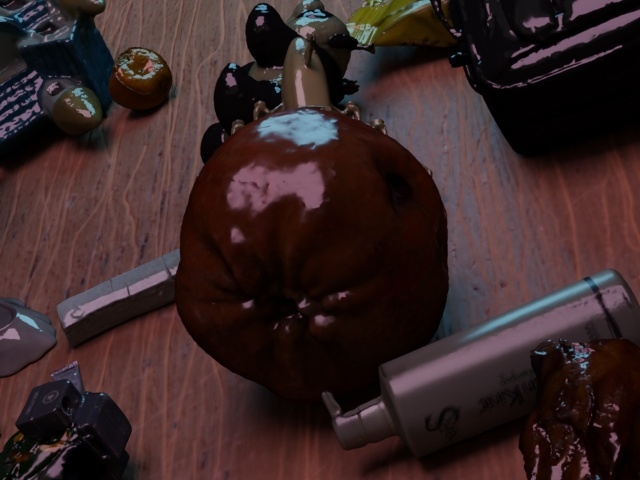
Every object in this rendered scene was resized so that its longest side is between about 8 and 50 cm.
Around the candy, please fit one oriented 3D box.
[{"bbox_3d":[0.173,-0.280,1.814,0.297,0.081,0.187,-3,29,21],"label":"candy"}]

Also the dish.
[{"bbox_3d":[-0.333,0.088,1.627,0.091,0.039,0.137,-29,34,-9],"label":"dish"}]

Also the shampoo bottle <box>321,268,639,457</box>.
[{"bbox_3d":[0.135,0.109,1.260,0.262,0.085,0.085,-23,32,0],"label":"shampoo bottle"}]

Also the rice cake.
[{"bbox_3d":[-0.153,0.038,1.586,0.245,0.042,0.045,-24,43,0],"label":"rice cake"}]

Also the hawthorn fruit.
[{"bbox_3d":[-0.007,0.012,1.359,0.258,0.258,0.262,-24,5,-1],"label":"hawthorn fruit"}]

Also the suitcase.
[{"bbox_3d":[0.279,-0.281,1.590,0.339,0.188,0.345,-19,56,15],"label":"suitcase"}]

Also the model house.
[{"bbox_3d":[-0.374,-0.228,1.991,0.267,0.194,0.325,-35,37,-20],"label":"model house"}]

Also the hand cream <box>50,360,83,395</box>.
[{"bbox_3d":[-0.244,0.147,1.511,0.030,0.019,0.093,-27,25,-3],"label":"hand cream"}]

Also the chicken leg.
[{"bbox_3d":[0.179,0.195,1.114,0.113,0.093,0.304,-7,42,32],"label":"chicken leg"}]

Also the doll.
[{"bbox_3d":[-0.043,-0.163,1.714,0.135,0.143,0.234,20,58,-3],"label":"doll"}]

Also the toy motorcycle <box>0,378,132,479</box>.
[{"bbox_3d":[-0.226,0.225,1.286,0.187,0.125,0.275,-19,31,24],"label":"toy motorcycle"}]

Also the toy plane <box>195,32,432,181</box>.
[{"bbox_3d":[-0.009,-0.097,1.564,0.241,0.104,0.256,-2,72,-10],"label":"toy plane"}]

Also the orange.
[{"bbox_3d":[-0.228,-0.201,1.970,0.086,0.062,0.086,7,58,-12],"label":"orange"}]

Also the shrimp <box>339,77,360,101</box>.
[{"bbox_3d":[-0.016,-0.191,1.856,0.178,0.034,0.124,-4,29,31],"label":"shrimp"}]
